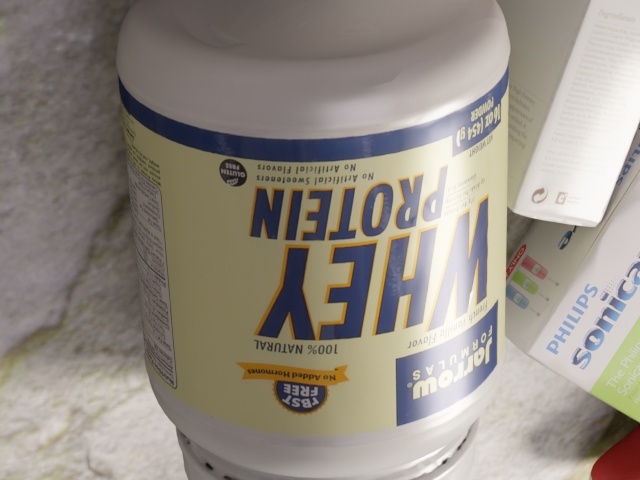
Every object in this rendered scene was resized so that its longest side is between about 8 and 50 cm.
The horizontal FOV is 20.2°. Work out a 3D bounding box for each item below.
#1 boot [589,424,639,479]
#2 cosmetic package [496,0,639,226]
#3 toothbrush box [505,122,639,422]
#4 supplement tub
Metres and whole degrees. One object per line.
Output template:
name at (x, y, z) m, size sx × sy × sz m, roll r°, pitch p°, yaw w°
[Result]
boot at (0.306, 0.100, 1.445) m, size 0.244 × 0.088 × 0.176 m, roll -29°, pitch 122°, yaw -16°
cosmetic package at (0.171, -0.139, 1.224) m, size 0.085 × 0.117 × 0.231 m, roll 8°, pitch 113°, yaw -31°
toothbrush box at (0.296, 0.048, 1.329) m, size 0.283 × 0.122 × 0.206 m, roll 30°, pitch 95°, yaw -18°
supplement tub at (0.000, 0.000, 1.135) m, size 0.235 × 0.235 × 0.325 m, roll -14°, pitch 121°, yaw -20°
